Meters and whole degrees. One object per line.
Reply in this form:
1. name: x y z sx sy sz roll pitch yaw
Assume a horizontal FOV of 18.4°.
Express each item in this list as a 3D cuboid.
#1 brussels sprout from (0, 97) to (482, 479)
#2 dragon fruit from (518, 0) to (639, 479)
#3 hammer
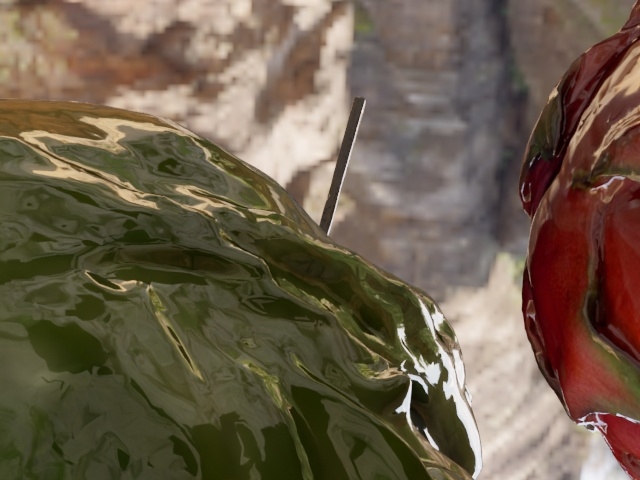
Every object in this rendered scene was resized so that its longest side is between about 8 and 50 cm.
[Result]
1. brussels sprout: -0.109 0.127 0.811 0.361 0.342 0.425 25 -167 -39
2. dragon fruit: 0.165 0.016 0.656 0.193 0.192 0.274 17 -150 -22
3. hammer: 0.000 0.000 1.641 0.029 0.058 0.292 12 -118 7
